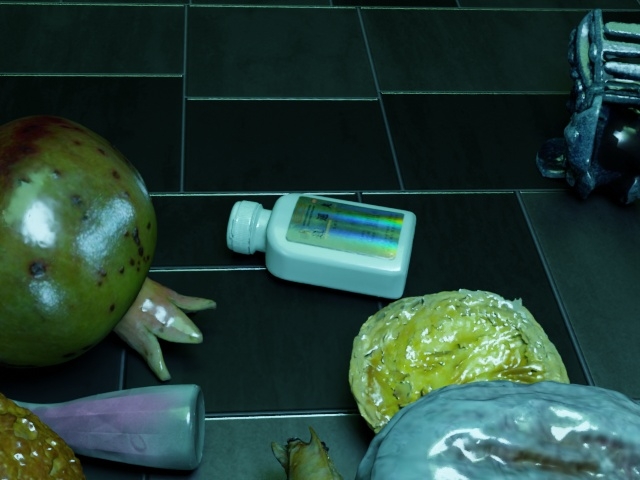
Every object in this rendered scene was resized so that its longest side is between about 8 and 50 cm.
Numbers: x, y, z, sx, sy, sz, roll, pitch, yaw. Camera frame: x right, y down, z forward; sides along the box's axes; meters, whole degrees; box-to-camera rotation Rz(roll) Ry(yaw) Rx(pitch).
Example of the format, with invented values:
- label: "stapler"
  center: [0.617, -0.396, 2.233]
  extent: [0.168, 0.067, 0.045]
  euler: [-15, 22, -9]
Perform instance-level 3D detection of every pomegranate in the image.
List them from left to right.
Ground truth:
- label: "pomegranate"
  center: [-0.295, 0.022, 1.094]
  extent: [0.291, 0.323, 0.290]
  euler: [-20, 44, 20]

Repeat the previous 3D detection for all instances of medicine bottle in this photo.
- label: "medicine bottle"
  center: [0.000, 0.000, 1.232]
  extent: [0.229, 0.083, 0.121]
  euler: [9, 44, 7]

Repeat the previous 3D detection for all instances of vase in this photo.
- label: "vase"
  center: [-0.229, 0.189, 1.001]
  extent: [0.214, 0.086, 0.086]
  euler: [0, 41, 2]

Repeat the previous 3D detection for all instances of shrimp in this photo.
- label: "shrimp"
  center: [-0.019, 0.275, 0.875]
  extent: [0.058, 0.173, 0.253]
  euler: [18, 10, -14]

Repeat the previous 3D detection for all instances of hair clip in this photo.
- label: "hair clip"
  center: [0.411, -0.174, 1.382]
  extent: [0.195, 0.206, 0.310]
  euler: [8, 45, 12]

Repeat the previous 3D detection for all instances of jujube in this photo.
- label: "jujube"
  center: [0.185, 0.245, 0.866]
  extent: [0.308, 0.215, 0.246]
  euler: [12, 59, -2]

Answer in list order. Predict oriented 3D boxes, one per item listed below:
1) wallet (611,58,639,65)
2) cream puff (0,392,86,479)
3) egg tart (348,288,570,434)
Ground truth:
- label: "wallet"
  center: [0.575, -0.206, 1.551]
  extent: [0.172, 0.045, 0.318]
  euler: [-6, 41, -16]
- label: "cream puff"
  center: [-0.334, 0.213, 0.794]
  extent: [0.303, 0.303, 0.212]
  euler: [-7, 79, -13]
- label: "egg tart"
  center: [0.146, 0.157, 1.062]
  extent: [0.252, 0.098, 0.232]
  euler: [-34, 60, -31]
